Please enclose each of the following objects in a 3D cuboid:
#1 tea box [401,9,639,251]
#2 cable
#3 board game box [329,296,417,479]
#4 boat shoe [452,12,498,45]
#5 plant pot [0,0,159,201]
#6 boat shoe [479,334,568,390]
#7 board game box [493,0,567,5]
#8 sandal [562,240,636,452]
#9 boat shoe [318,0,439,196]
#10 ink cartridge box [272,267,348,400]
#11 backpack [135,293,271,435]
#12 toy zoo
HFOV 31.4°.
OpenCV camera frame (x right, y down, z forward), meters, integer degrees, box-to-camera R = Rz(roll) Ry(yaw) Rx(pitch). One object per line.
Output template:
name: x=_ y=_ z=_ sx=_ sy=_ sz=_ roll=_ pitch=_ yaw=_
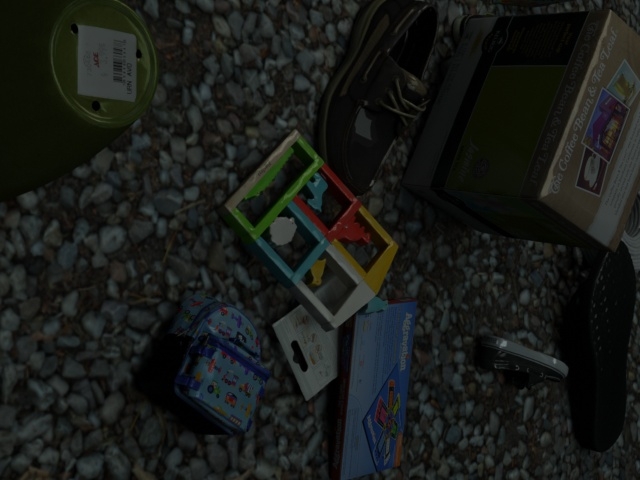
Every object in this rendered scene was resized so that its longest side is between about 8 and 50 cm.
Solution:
tea box: x=0.363 y=-0.183 z=1.892 sx=0.220 sy=0.323 sz=0.329 roll=29 pitch=80 yaw=-35
cable: x=0.620 y=-0.056 z=2.369 sx=0.257 sy=0.089 sz=0.257 roll=-9 pitch=95 yaw=-46
board game box: x=0.084 y=0.234 z=1.808 sx=0.145 sy=0.027 sz=0.281 roll=-3 pitch=102 yaw=-43
boat shoe: x=0.338 y=-0.362 z=2.103 sx=0.227 sy=0.068 sz=0.081 roll=11 pitch=80 yaw=-45
plant pot: x=-0.320 y=-0.180 z=1.254 sx=0.275 sy=0.293 sz=0.275 roll=3 pitch=86 yaw=-46
boat shoe: x=0.376 y=0.239 z=2.117 sx=0.228 sy=0.080 sz=0.076 roll=25 pitch=77 yaw=-42
board game box: x=0.465 y=-0.522 z=2.092 sx=0.142 sy=0.275 sz=0.144 roll=-8 pitch=94 yaw=-46
sandal: x=0.544 y=0.212 z=2.288 sx=0.167 sy=0.107 sz=0.446 roll=-17 pitch=113 yaw=-45
boat shoe: x=0.099 y=-0.241 z=1.806 sx=0.132 sy=0.130 sz=0.355 roll=29 pitch=68 yaw=-41
ink cartridge box: x=0.004 y=0.140 z=1.768 sx=0.179 sy=0.045 sz=0.145 roll=-36 pitch=114 yaw=-30
backpack: x=-0.143 y=0.163 z=1.554 sx=0.158 sy=0.117 sz=0.173 roll=47 pitch=54 yaw=-35
toy zoo: x=0.000 y=0.000 z=1.707 sx=0.293 sy=0.030 sz=0.192 roll=48 pitch=55 yaw=-13
